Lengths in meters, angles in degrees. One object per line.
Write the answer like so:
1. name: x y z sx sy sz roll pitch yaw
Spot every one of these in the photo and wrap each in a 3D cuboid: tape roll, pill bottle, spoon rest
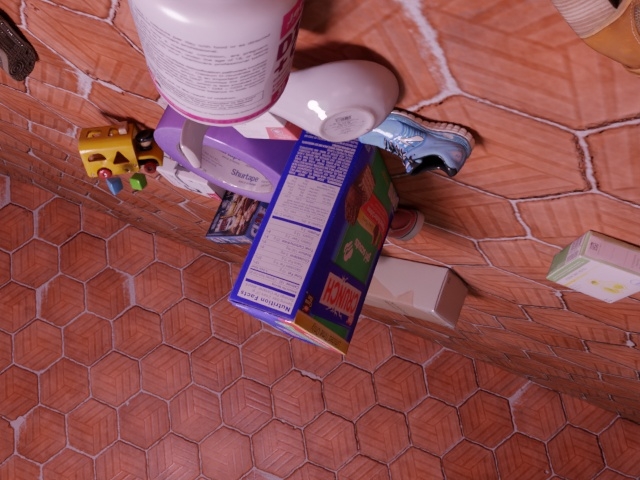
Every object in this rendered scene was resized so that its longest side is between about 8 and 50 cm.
1. tape roll: -0.157 -0.167 1.012 0.275 0.090 0.275 20 166 5
2. pill bottle: -0.093 -0.227 0.500 0.160 0.160 0.283 23 167 -4
3. spoon rest: -0.038 -0.164 0.695 0.276 0.084 0.137 -12 158 0

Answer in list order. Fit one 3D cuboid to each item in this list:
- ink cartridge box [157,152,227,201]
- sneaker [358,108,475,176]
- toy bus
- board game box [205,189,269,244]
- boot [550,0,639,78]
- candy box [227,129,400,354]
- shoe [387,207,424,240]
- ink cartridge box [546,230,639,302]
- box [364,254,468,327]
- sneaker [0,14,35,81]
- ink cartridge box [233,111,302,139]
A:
1. ink cartridge box: -0.307 -0.160 1.345 0.150 0.063 0.109 18 167 17
2. sneaker: 0.120 -0.127 0.747 0.162 0.073 0.063 16 166 23
3. toy bus: -0.434 -0.212 1.240 0.191 0.202 0.104 24 139 26
4. board game box: -0.171 -0.072 1.252 0.042 0.165 0.243 29 165 -28
5. boot: 0.269 -0.163 0.370 0.152 0.073 0.197 29 178 -22
6. candy box: 0.010 0.005 0.918 0.122 0.317 0.268 16 166 24
7. shoe: 0.128 -0.041 1.103 0.081 0.063 0.178 21 172 -20
8. ink cartridge box: 0.521 0.066 0.918 0.235 0.056 0.171 22 167 10
9. box: 0.222 0.127 1.504 0.311 0.121 0.148 10 162 43
10. sneaker: -0.583 -0.365 1.010 0.071 0.066 0.188 39 162 1
11. ink cartridge box: -0.116 -0.220 0.776 0.115 0.067 0.198 11 165 37
